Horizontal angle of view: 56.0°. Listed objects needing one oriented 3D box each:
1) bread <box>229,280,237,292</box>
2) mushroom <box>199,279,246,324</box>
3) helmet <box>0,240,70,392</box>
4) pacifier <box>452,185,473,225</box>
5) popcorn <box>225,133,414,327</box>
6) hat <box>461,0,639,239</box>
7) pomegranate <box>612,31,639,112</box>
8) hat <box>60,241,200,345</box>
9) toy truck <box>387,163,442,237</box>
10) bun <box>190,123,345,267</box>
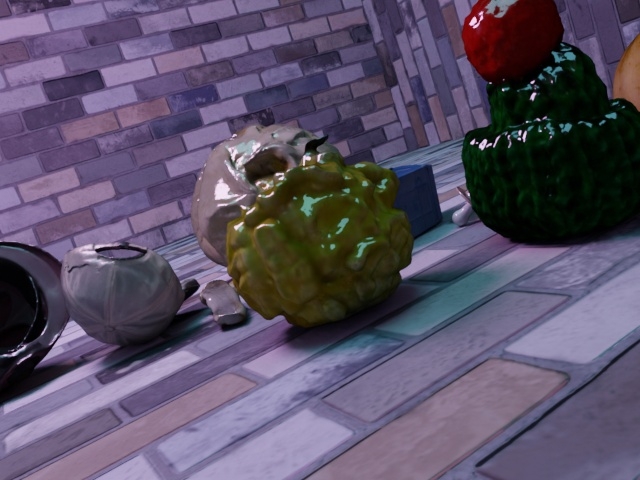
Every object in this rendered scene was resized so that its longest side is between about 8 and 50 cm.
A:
[{"bbox_3d":[-0.113,0.074,1.152,0.153,0.028,0.068,-17,11,27],"label":"bread"},{"bbox_3d":[-0.159,0.107,0.999,0.059,0.054,0.202,-27,16,-14],"label":"mushroom"},{"bbox_3d":[-0.604,0.161,1.023,0.338,0.271,0.197,-30,-18,-42],"label":"helmet"},{"bbox_3d":[0.264,-0.054,1.053,0.078,0.081,0.099,-49,-30,21],"label":"pacifier"},{"bbox_3d":[-0.004,-0.006,0.769,0.249,0.225,0.249,-25,8,4],"label":"popcorn"},{"bbox_3d":[0.300,-0.179,0.812,0.242,0.332,0.274,-24,12,-18],"label":"hat"},{"bbox_3d":[0.591,-0.269,0.948,0.252,0.270,0.229,-16,-2,-29],"label":"pomegranate"},{"bbox_3d":[-0.343,0.106,1.051,0.232,0.161,0.275,17,-19,-6],"label":"hat"},{"bbox_3d":[0.079,-0.049,1.117,0.175,0.146,0.367,-5,16,43],"label":"toy truck"},{"bbox_3d":[-0.124,-0.106,1.277,0.365,0.365,0.219,-18,-34,7],"label":"bun"}]
